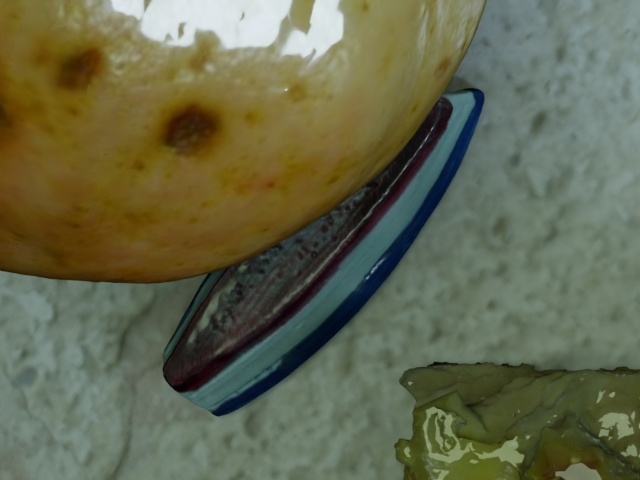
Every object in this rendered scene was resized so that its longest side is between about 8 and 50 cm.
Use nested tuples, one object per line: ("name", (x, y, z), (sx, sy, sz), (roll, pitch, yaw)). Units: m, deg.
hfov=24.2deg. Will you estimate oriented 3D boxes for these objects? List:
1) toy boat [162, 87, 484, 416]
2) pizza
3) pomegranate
("toy boat", (0.000, 0.000, 0.792), (0.229, 0.046, 0.080), (-45, 71, 13))
("pizza", (0.100, 0.172, 0.723), (0.223, 0.089, 0.323), (29, 95, 16))
("pomegranate", (-0.088, -0.189, 0.651), (0.410, 0.410, 0.410), (-1, 85, 19))
